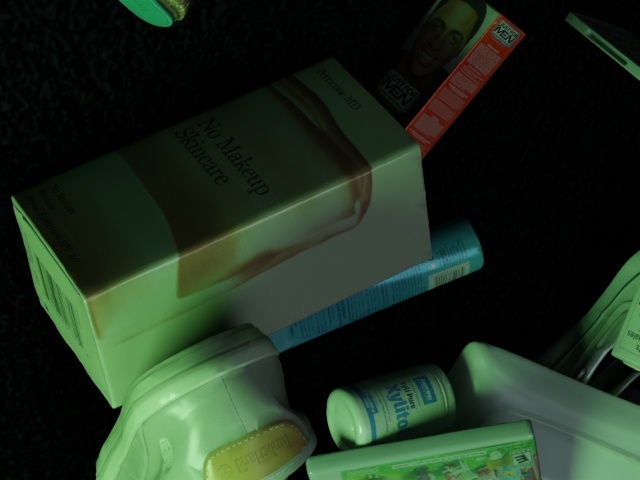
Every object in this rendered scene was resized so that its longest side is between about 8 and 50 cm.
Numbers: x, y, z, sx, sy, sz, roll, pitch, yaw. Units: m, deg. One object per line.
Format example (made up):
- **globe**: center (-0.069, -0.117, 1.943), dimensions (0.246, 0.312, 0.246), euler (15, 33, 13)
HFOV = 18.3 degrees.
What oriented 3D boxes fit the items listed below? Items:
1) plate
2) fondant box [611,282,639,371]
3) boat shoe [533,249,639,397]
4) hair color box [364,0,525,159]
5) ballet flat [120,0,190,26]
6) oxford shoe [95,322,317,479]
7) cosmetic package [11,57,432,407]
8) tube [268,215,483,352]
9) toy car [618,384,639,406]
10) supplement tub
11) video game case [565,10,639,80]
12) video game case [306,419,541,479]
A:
- **plate**: center (0.209, 0.262, 1.977), dimensions (0.278, 0.045, 0.277), euler (22, 114, -13)
- **fondant box**: center (0.446, -0.001, 1.946), dimensions (0.238, 0.096, 0.330), euler (18, 96, -43)
- **boat shoe**: center (0.312, 0.102, 1.995), dimensions (0.258, 0.084, 0.095), euler (-48, 136, 7)
- **hair color box**: center (0.098, -0.143, 1.663), dimensions (0.141, 0.072, 0.043), euler (-50, 136, 7)
- **ballet flat**: center (-0.159, -0.233, 1.427), dimensions (0.206, 0.073, 0.067), euler (42, 67, -49)
- **oxford shoe**: center (-0.087, 0.186, 1.620), dimensions (0.169, 0.130, 0.449), euler (-27, 169, -13)
- **cosmetic package**: center (-0.076, -0.011, 1.586), dimensions (0.296, 0.153, 0.129), euler (-26, 135, -19)
- **tube**: center (0.045, 0.039, 1.787), dimensions (0.207, 0.052, 0.080), euler (-22, 128, -13)
- **toy car**: center (0.363, 0.204, 2.088), dimensions (0.182, 0.159, 0.136), euler (-30, 101, -12)
- **supplement tub**: center (0.066, 0.161, 1.878), dimensions (0.107, 0.071, 0.071), euler (-15, 130, -26)
- **video game case**: center (0.280, -0.160, 1.741), dimensions (0.087, 0.122, 0.011), euler (12, 115, -41)
- **video game case**: center (0.106, 0.249, 1.889), dimensions (0.212, 0.023, 0.193), euler (-10, 140, 4)
